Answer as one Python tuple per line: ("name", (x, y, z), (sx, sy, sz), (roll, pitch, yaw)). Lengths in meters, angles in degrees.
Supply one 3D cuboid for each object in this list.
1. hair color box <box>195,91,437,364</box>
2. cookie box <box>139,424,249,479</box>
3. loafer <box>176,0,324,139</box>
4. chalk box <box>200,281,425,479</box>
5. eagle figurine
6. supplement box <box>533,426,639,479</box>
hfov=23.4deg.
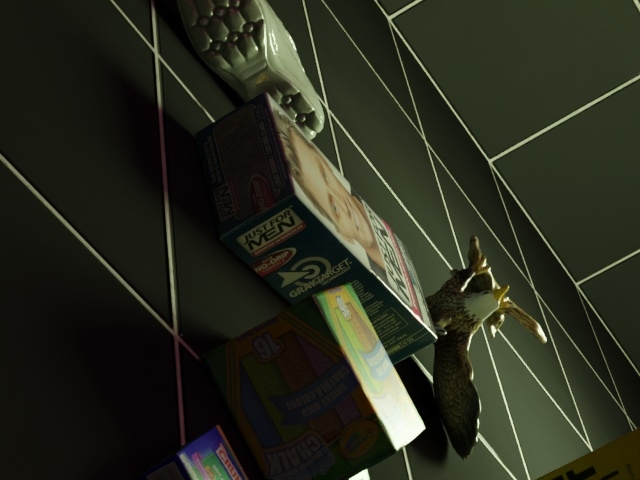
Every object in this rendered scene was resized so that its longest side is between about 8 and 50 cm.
("hair color box", (0.000, 0.000, 1.821), (0.347, 0.105, 0.174), (44, 21, -45))
("cookie box", (-0.091, 0.206, 1.238), (0.091, 0.040, 0.107), (61, 14, 1))
("loafer", (-0.098, -0.256, 1.995), (0.319, 0.112, 0.111), (59, 7, -38))
("chalk box", (0.007, 0.166, 1.466), (0.213, 0.132, 0.132), (61, 15, 3))
("eagle figurine", (0.171, 0.125, 2.091), (0.226, 0.225, 0.298), (24, 43, 16))
("supplement box", (0.325, 0.362, 1.717), (0.195, 0.357, 0.194), (40, 24, -54))
